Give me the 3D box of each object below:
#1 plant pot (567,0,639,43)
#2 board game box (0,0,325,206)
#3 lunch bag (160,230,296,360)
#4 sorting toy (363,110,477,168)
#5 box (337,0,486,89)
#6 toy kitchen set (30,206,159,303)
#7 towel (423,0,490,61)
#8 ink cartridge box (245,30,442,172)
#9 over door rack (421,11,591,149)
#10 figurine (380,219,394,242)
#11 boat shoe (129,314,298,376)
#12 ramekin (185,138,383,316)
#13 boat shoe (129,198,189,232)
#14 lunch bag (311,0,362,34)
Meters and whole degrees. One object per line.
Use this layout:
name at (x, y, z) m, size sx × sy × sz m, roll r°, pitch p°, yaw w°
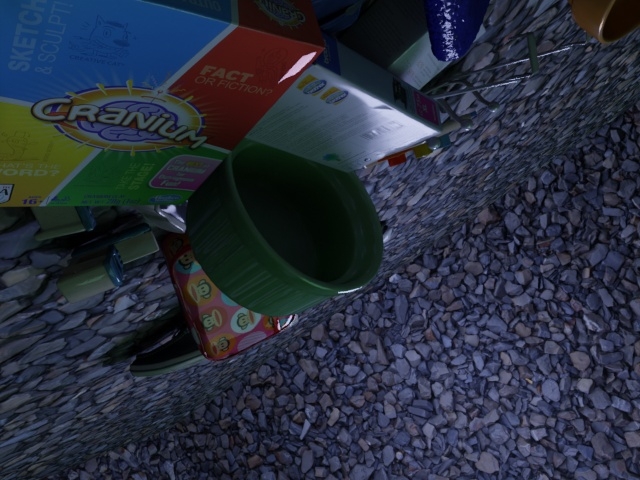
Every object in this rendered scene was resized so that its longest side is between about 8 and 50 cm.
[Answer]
plant pot at (0.393, -0.414, 0.663) m, size 0.205 × 0.188 × 0.205 m, roll -31°, pitch 156°, yaw -15°
board game box at (-0.185, -0.126, 0.454) m, size 0.242 × 0.064 × 0.316 m, roll -5°, pitch 161°, yaw -40°
lunch bag at (-0.159, 0.079, 0.979) m, size 0.258 × 0.120 × 0.293 m, roll -23°, pitch 127°, yaw -21°
sorting toy at (0.213, -0.205, 1.064) m, size 0.348 × 0.047 × 0.196 m, roll -28°, pitch -173°, yaw -39°
box at (0.134, -0.297, 0.704) m, size 0.170 × 0.091 × 0.130 m, roll -39°, pitch 163°, yaw 20°
toy kitchen set at (-0.311, -0.028, 0.678) m, size 0.122 × 0.166 × 0.207 m, roll -22°, pitch -163°, yaw -16°
towel at (0.136, -0.345, 0.465) m, size 0.227 × 0.076 × 0.308 m, roll -68°, pitch 159°, yaw -3°
ink cartridge box at (0.001, -0.177, 0.653) m, size 0.186 × 0.065 × 0.311 m, roll -18°, pitch 162°, yaw 42°
over door rack at (0.269, -0.253, 0.830) m, size 0.239 × 0.108 × 0.324 m, roll -34°, pitch -168°, yaw -37°
figurine at (0.159, 0.014, 1.673) m, size 0.209 × 0.092 × 0.215 m, roll -41°, pitch 164°, yaw 11°
boat shoe at (-0.305, 0.246, 1.342) m, size 0.500 × 0.156 × 0.187 m, roll -24°, pitch 170°, yaw 10°
ramekin at (-0.058, -0.030, 0.762) m, size 0.148 × 0.303 × 0.303 m, roll -35°, pitch 166°, yaw 36°
boat shoe at (-0.247, -0.075, 0.714) m, size 0.206 × 0.075 × 0.065 m, roll 69°, pitch 35°, yaw -68°
lunch bag at (-0.002, -0.274, 0.558) m, size 0.098 × 0.065 × 0.067 m, roll -30°, pitch 163°, yaw -14°
